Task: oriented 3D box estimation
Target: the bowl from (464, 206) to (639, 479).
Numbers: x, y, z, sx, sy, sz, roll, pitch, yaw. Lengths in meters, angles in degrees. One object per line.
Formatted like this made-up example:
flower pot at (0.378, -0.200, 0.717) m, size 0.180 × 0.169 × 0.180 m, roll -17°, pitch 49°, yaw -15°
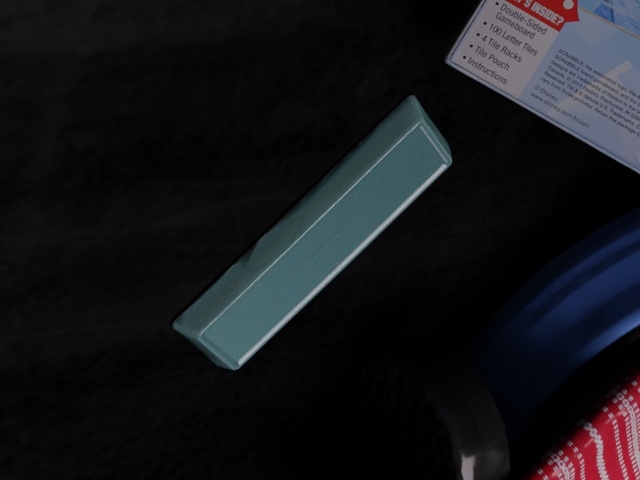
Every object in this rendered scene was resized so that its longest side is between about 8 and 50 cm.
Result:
bowl at (0.282, 0.118, 1.272) m, size 0.391 × 0.077 × 0.391 m, roll -12°, pitch 137°, yaw -11°

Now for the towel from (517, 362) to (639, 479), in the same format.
towel at (0.165, 0.204, 1.147) m, size 0.275 × 0.031 × 0.199 m, roll -41°, pitch 138°, yaw -18°

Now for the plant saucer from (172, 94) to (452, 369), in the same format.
plant saucer at (0.000, 0.000, 1.020) m, size 0.192 × 0.018 × 0.067 m, roll -45°, pitch 145°, yaw -1°

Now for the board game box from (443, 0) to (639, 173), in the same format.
board game box at (0.280, -0.155, 0.918) m, size 0.318 × 0.318 × 0.066 m, roll -58°, pitch -174°, yaw 21°

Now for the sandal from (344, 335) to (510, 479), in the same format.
sandal at (0.082, 0.254, 1.230) m, size 0.107 × 0.167 × 0.446 m, roll -16°, pitch 136°, yaw -28°
